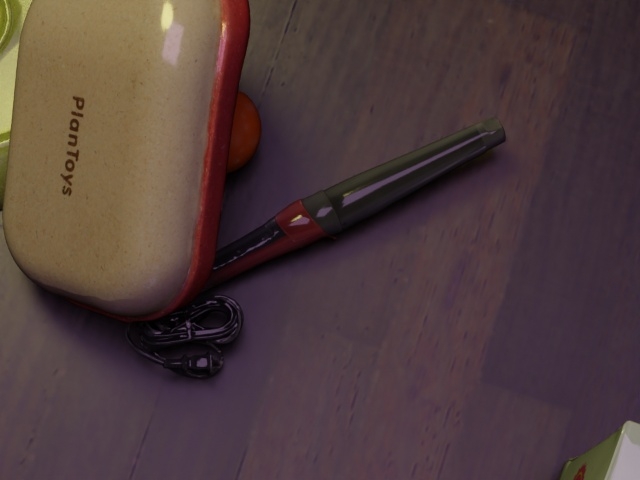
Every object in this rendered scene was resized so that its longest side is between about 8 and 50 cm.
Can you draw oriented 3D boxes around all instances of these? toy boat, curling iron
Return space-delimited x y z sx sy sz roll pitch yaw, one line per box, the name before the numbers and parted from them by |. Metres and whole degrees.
toy boat | -0.096 -0.070 1.164 0.151 0.151 0.231 17 104 36
curling iron | 0.000 0.000 1.197 0.274 0.035 0.068 -33 83 -9

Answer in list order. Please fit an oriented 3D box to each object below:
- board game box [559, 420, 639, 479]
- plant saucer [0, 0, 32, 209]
board game box | 0.279 0.206 1.057 0.303 0.224 0.097 21 78 4
plant saucer | -0.231 -0.138 1.224 0.241 0.037 0.241 0 75 -1
